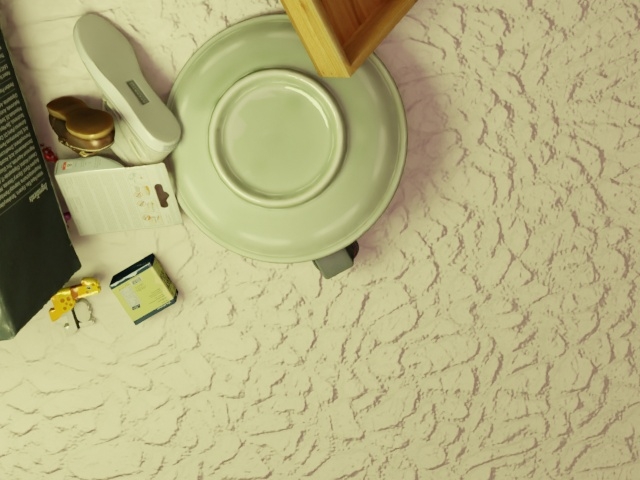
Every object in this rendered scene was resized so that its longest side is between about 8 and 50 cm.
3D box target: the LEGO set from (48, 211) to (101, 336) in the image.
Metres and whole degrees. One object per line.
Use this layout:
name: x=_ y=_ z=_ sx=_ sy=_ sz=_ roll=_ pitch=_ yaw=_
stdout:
LEGO set: x=-0.416 y=0.057 z=2.027 sx=0.093 sy=0.087 sz=0.227 roll=-13 pitch=109 yaw=2

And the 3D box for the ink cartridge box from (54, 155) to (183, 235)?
ink cartridge box: x=-0.324 y=-0.078 z=1.971 sx=0.179 sy=0.045 sz=0.145 roll=-8 pitch=137 yaw=4

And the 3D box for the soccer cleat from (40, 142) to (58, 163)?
soccer cleat: x=-0.469 y=-0.145 z=1.993 sx=0.083 sy=0.029 sz=0.036 roll=32 pitch=112 yaw=-8

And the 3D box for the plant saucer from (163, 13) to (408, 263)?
plant saucer: x=-0.063 y=-0.160 z=1.915 sx=0.400 sy=0.100 sz=0.401 roll=0 pitch=93 yaw=5

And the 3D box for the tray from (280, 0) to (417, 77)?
tray: x=-0.010 y=-0.463 z=1.775 sx=0.203 sy=0.076 sz=0.411 roll=-51 pitch=128 yaw=-28

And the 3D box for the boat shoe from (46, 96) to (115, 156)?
boat shoe: x=-0.369 y=-0.169 z=1.906 sx=0.073 sy=0.207 sz=0.073 roll=-19 pitch=117 yaw=-21

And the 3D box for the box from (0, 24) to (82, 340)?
box: x=-0.684 y=-0.084 z=1.820 sx=0.479 sy=0.297 sz=0.472 roll=-10 pitch=110 yaw=14

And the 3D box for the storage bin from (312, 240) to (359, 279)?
storage bin: x=0.000 y=0.000 z=2.025 sx=0.098 sy=0.091 sz=0.135 roll=-28 pitch=106 yaw=6

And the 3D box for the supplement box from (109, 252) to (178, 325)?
supplement box: x=-0.298 y=0.082 z=2.055 sx=0.083 sy=0.056 sz=0.083 roll=-29 pitch=106 yaw=7

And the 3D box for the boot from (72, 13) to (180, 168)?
boot: x=-0.331 y=-0.225 z=1.940 sx=0.123 sy=0.095 sz=0.258 roll=-40 pitch=79 yaw=45
